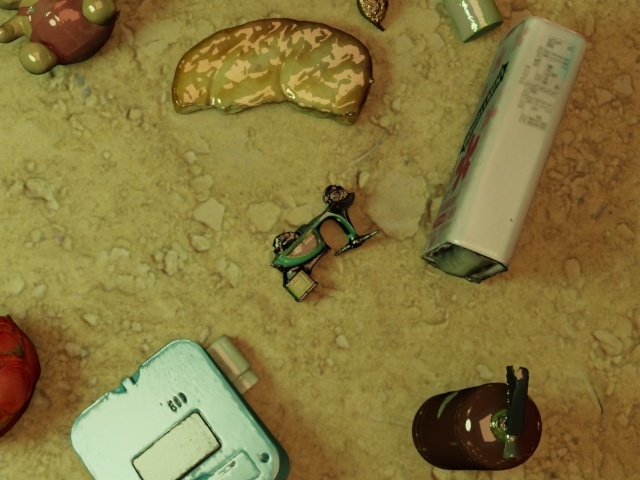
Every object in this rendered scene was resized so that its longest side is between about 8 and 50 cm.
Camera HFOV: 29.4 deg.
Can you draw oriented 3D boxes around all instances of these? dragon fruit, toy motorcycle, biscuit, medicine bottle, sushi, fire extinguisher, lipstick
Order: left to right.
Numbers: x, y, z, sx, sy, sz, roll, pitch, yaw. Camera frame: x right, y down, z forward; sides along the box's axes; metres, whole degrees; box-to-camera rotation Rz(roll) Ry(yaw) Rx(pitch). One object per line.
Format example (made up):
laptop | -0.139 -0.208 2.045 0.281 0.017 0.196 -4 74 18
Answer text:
dragon fruit | -0.467 0.185 1.647 0.172 0.172 0.209 16 109 -5
medicine bottle | -0.128 0.179 1.749 0.047 0.047 0.083 -38 88 -11
biscuit | -0.069 -0.255 1.820 0.299 0.045 0.154 4 83 -6
toy motorcycle | 0.000 0.000 1.788 0.173 0.058 0.100 -44 96 -9
sushi | 0.080 -0.369 1.856 0.050 0.047 0.099 6 98 5
lipstick | 0.188 -0.454 1.867 0.076 0.076 0.304 -24 85 -10
fire extinguisher | 0.215 0.242 1.638 0.114 0.337 0.135 3 80 -9

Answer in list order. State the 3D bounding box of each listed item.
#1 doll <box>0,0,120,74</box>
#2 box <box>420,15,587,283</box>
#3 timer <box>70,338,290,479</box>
doll | -0.406 -0.371 1.741 0.196 0.152 0.256 -32 83 -23
box | 0.260 -0.124 1.773 0.112 0.190 0.370 23 79 -3
timer | -0.196 0.291 1.707 0.232 0.091 0.250 -38 77 1
